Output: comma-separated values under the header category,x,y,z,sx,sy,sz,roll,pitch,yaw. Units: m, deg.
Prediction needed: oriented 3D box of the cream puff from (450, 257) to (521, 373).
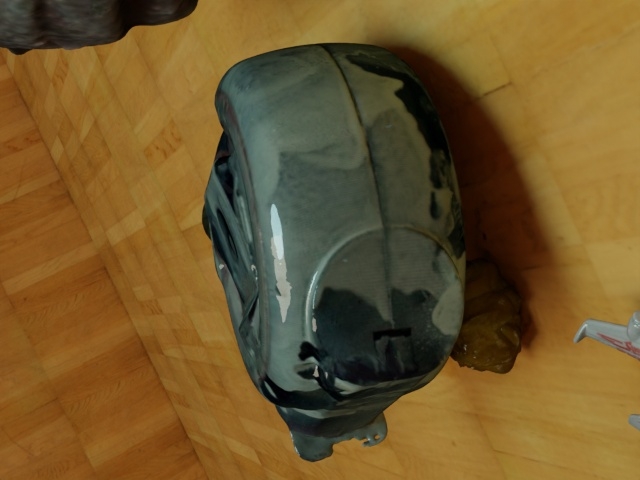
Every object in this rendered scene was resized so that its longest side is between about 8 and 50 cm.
category,x,y,z,sx,sy,sz,roll,pitch,yaw
cream puff,0.111,0.057,0.675,0.083,0.058,0.083,57,157,19

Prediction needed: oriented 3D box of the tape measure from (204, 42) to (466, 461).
category,x,y,z,sx,sy,sz,roll,pitch,yaw
tape measure,0.000,0.000,0.665,0.256,0.147,0.275,116,143,-66

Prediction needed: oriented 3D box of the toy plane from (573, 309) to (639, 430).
category,x,y,z,sx,sy,sz,roll,pitch,yaw
toy plane,0.198,0.080,0.478,0.162,0.065,0.171,50,154,34

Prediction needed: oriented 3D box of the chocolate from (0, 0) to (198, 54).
category,x,y,z,sx,sy,sz,roll,pitch,yaw
chocolate,-0.141,-0.262,0.645,0.213,0.303,0.303,16,135,30

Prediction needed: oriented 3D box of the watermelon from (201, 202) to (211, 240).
category,x,y,z,sx,sy,sz,roll,pitch,yaw
watermelon,-0.091,-0.029,1.043,0.078,0.078,0.111,61,155,7
